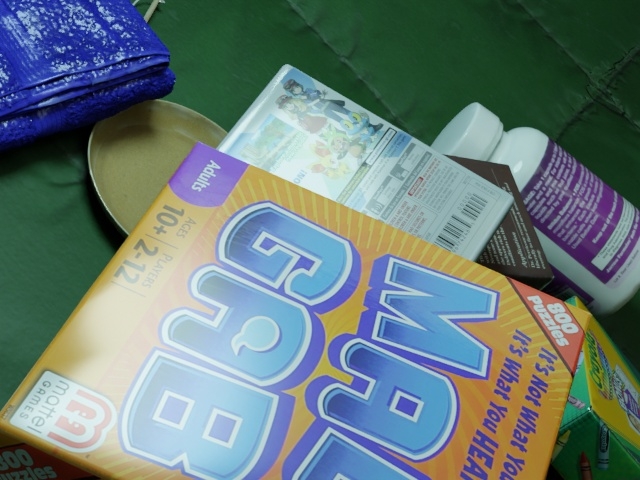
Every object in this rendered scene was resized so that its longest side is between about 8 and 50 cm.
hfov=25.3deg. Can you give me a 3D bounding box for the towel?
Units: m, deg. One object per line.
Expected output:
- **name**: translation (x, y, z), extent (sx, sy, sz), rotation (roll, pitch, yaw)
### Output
- **towel**: translation (-0.321, -0.214, 1.514), extent (0.308, 0.076, 0.227), rotation (-24, 75, -41)

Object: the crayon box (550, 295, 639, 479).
- **crayon box**: translation (0.323, 0.202, 1.671), extent (0.165, 0.081, 0.278), rotation (48, 20, -15)

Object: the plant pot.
- **plant pot**: translation (-0.158, -0.054, 1.587), extent (0.236, 0.032, 0.236), rotation (23, 44, -24)

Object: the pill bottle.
- **pill bottle**: translation (0.278, -0.040, 1.847), extent (0.301, 0.169, 0.169), rotation (38, 40, -11)

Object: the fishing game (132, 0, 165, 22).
- **fishing game**: translation (-0.308, -0.332, 1.685), extent (0.264, 0.041, 0.189), rotation (35, 44, -14)

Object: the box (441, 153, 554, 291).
- **box**: translation (0.128, 0.010, 1.675), extent (0.203, 0.167, 0.168), rotation (7, 54, -37)

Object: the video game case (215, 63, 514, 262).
- **video game case**: translation (0.000, 0.000, 1.503), extent (0.300, 0.036, 0.329), rotation (31, 62, 9)

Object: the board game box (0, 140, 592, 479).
- **board game box**: translation (-0.043, 0.212, 1.137), extent (0.356, 0.356, 0.356), rotation (24, 40, 4)
